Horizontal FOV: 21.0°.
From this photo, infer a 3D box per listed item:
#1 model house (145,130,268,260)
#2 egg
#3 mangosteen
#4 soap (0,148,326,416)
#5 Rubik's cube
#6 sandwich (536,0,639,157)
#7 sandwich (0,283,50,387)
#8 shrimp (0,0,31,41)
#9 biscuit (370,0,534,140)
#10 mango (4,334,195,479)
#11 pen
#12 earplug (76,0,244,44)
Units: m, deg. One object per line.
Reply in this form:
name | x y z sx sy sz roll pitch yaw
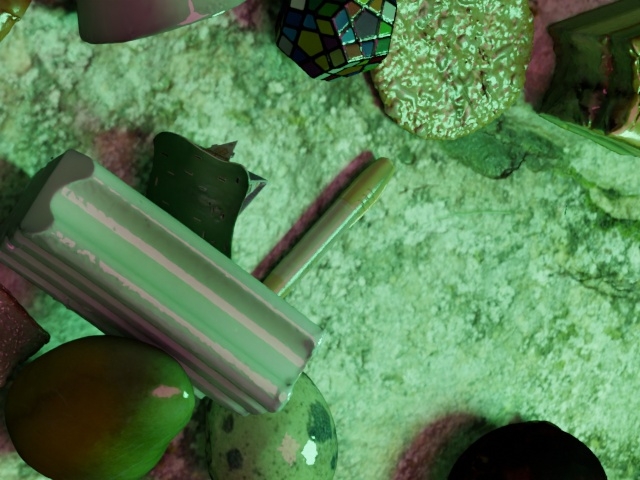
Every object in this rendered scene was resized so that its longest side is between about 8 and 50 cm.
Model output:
model house | -0.106 -0.036 1.699 0.088 0.117 0.167 -36 145 -51
egg | -0.053 0.202 1.786 0.141 0.141 0.182 -17 105 -30
mangosteen | 0.242 0.307 1.997 0.210 0.210 0.210 -11 109 -32
soap | -0.153 0.044 1.588 0.289 0.173 0.095 37 70 -14
Rubik's cube | 0.015 -0.222 1.727 0.112 0.133 0.133 11 98 -11
sandwich | 0.372 -0.213 1.953 0.198 0.155 0.227 19 92 -37
sandwich | -0.319 0.088 1.630 0.093 0.036 0.105 -44 123 -16
shrimp | -0.362 -0.195 1.501 0.287 0.063 0.152 -50 123 -17
biscuit | 0.144 -0.211 1.871 0.220 0.033 0.220 -10 108 -31
mango | -0.206 0.160 1.606 0.156 0.251 0.114 38 61 -10
pen | 0.000 0.000 1.835 0.233 0.032 0.040 -48 148 -13
earplug | -0.180 -0.344 1.534 0.172 0.172 0.301 -27 112 -26
